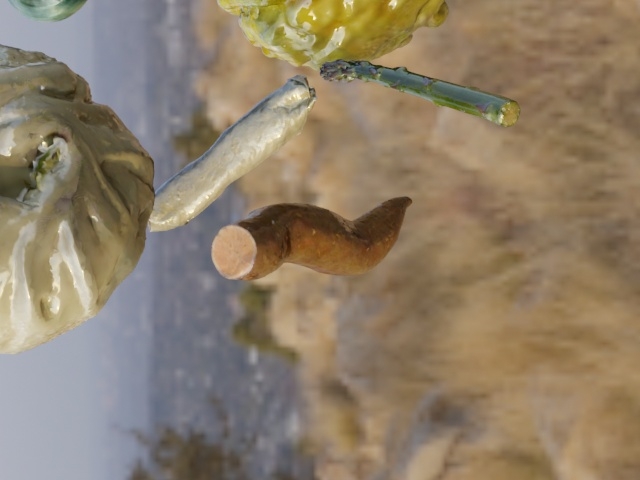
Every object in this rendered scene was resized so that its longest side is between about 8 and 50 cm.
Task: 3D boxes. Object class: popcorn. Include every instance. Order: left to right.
[{"bbox_3d":[0.012,-0.284,1.771,0.249,0.249,0.225,99,154,-49],"label":"popcorn"}]

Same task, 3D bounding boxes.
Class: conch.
[{"bbox_3d":[-0.314,-0.348,2.342,0.188,0.175,0.122,-53,-37,-56],"label":"conch"}]

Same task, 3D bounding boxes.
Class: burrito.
[{"bbox_3d":[-0.113,-0.101,2.284,0.059,0.275,0.082,49,-176,-14],"label":"burrito"}]

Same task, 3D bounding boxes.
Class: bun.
[{"bbox_3d":[-0.335,-0.050,1.938,0.211,0.359,0.360,-11,79,62],"label":"bun"}]

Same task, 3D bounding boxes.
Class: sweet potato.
[{"bbox_3d":[0.000,0.000,1.638,0.281,0.059,0.067,-1,-112,-57],"label":"sweet potato"}]

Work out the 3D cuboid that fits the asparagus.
[{"bbox_3d":[0.073,-0.123,1.494,0.248,0.025,0.024,21,138,52],"label":"asparagus"}]
